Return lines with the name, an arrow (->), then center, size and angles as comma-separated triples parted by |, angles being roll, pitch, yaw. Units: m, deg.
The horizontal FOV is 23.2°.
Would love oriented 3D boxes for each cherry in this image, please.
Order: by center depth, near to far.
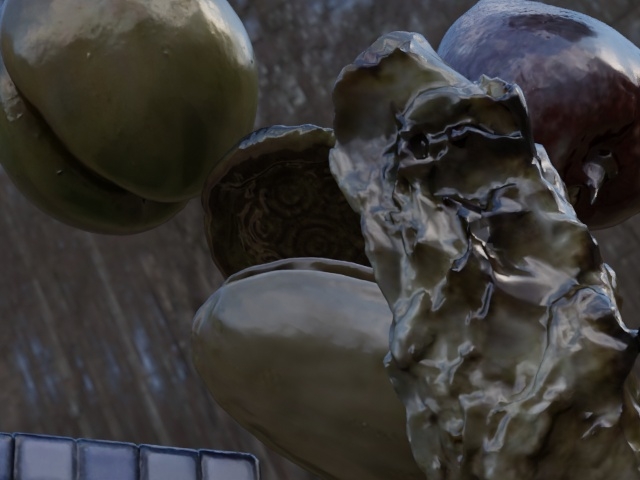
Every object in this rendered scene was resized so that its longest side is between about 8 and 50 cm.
cherry -> 0.208, -0.121, 1.454 | 0.230, 0.300, 0.203 | 3, -51, -29

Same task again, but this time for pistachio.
pistachio -> 0.022, 0.083, 0.937 | 0.129, 0.206, 0.131 | -1, -67, -81

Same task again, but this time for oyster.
oyster -> 0.129, 0.083, 0.751 | 0.111, 0.396, 0.204 | -27, -18, 23

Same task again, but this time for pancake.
pancake -> 0.000, -0.001, 1.415 | 0.250, 0.250, 0.031 | -56, 4, 44

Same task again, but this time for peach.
peach -> -0.200, -0.153, 1.524 | 0.247, 0.292, 0.292 | -11, -31, -33

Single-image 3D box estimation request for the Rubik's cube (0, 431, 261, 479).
Rubik's cube -> -0.217, 0.357, 1.343 | 0.287, 0.293, 0.292 | 8, -39, -20
